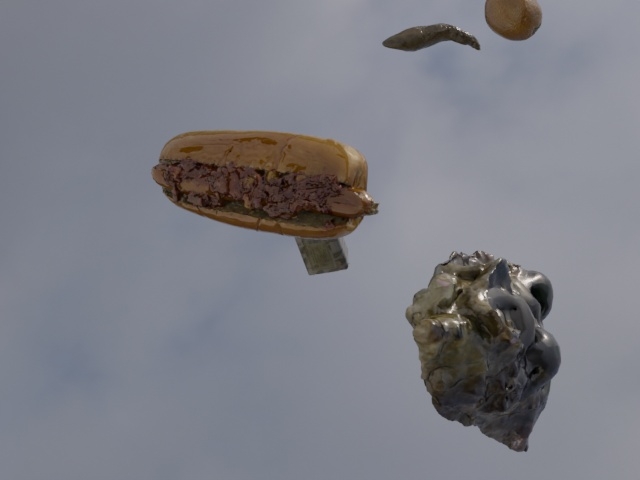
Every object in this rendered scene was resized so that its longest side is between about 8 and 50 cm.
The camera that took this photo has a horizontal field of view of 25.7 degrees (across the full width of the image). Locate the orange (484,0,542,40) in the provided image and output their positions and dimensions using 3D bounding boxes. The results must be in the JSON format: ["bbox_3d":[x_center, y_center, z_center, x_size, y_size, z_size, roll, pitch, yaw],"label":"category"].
[{"bbox_3d":[0.269,-0.318,1.958,0.085,0.085,0.085,-29,-130,40],"label":"orange"}]

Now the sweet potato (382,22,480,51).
[{"bbox_3d":[0.167,-0.306,2.115,0.038,0.153,0.041,-129,-143,-73],"label":"sweet potato"}]

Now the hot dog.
[{"bbox_3d":[-0.056,-0.058,1.379,0.249,0.076,0.102,10,-81,24],"label":"hot dog"}]

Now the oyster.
[{"bbox_3d":[0.185,0.088,1.484,0.096,0.361,0.221,-18,-116,23],"label":"oyster"}]

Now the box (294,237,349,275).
[{"bbox_3d":[0.000,0.000,1.919,0.062,0.098,0.045,-9,-134,8],"label":"box"}]
